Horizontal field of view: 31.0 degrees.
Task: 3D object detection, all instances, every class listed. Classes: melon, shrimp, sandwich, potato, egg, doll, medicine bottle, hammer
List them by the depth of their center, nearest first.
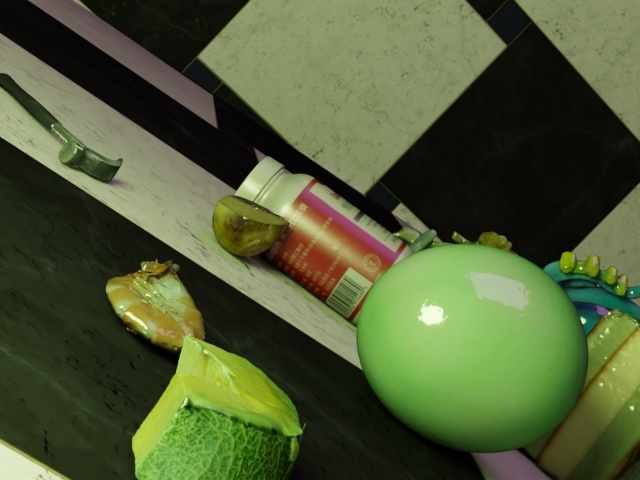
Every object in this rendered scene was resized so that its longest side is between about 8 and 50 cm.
[{"bbox_3d":[-0.065,0.124,0.795,0.118,0.064,0.209,29,6,-12],"label":"melon"},{"bbox_3d":[-0.140,0.048,0.991,0.091,0.043,0.184,30,10,-14],"label":"shrimp"},{"bbox_3d":[0.162,0.113,1.233,0.270,0.220,0.220,29,10,-35],"label":"egg"},{"bbox_3d":[-0.327,-0.143,1.409,0.246,0.029,0.103,39,9,37],"label":"hammer"},{"bbox_3d":[-0.101,-0.012,1.447,0.096,0.066,0.103,22,10,13],"label":"potato"},{"bbox_3d":[0.403,0.231,1.541,0.155,0.227,0.198,42,10,34],"label":"sandwich"},{"bbox_3d":[0.000,0.000,1.556,0.250,0.131,0.131,37,8,3],"label":"medicine bottle"},{"bbox_3d":[0.299,0.102,1.625,0.341,0.346,0.098,31,49,-16],"label":"doll"}]

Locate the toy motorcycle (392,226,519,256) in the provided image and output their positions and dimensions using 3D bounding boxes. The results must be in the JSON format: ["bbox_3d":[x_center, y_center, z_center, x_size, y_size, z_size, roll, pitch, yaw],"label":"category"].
[{"bbox_3d":[0.231,0.076,1.866,0.237,0.168,0.410,30,-12,-31],"label":"toy motorcycle"}]

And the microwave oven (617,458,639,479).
[{"bbox_3d":[0.519,0.287,1.202,0.236,0.374,0.432,46,4,5],"label":"microwave oven"}]
